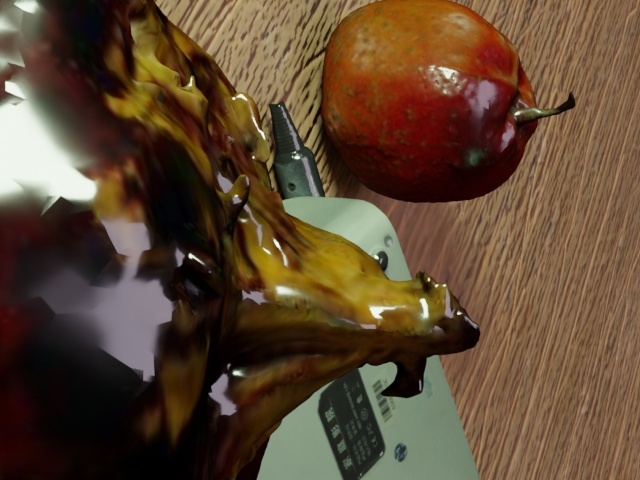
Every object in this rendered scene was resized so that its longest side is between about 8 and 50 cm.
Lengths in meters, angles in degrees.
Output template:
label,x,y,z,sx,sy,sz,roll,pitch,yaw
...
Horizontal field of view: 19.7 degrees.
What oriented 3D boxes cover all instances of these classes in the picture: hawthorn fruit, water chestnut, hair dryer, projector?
label,x,y,z,sx,sy,sz,roll,pitch,yaw
hawthorn fruit,0.098,-0.104,1.377,0.157,0.194,0.157,-22,115,-58
water chestnut,-0.107,0.026,0.807,0.335,0.347,0.335,-5,90,-73
hair dryer,0.005,-0.007,1.344,0.173,0.050,0.194,-14,95,-64
projector,-0.011,0.127,1.170,0.198,0.108,0.250,-41,123,-40
